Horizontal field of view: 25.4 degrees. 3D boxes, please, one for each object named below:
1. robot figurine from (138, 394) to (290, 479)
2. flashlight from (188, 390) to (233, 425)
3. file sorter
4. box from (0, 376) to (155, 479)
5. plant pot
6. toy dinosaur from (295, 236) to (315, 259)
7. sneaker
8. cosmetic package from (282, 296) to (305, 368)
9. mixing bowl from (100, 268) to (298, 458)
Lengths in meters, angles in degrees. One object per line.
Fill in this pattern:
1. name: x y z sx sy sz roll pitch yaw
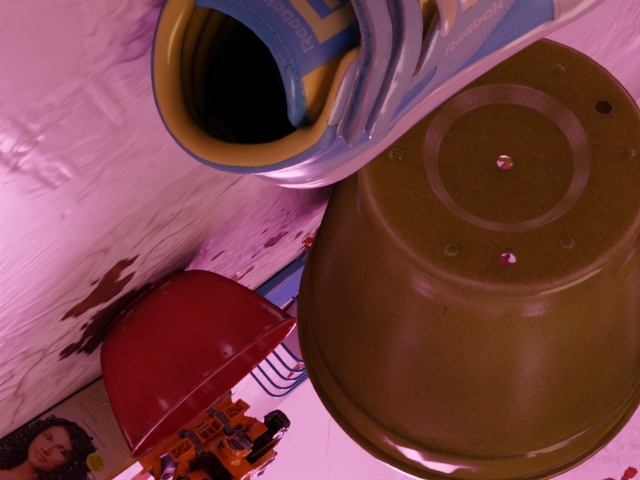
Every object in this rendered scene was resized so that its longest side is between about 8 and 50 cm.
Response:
1. robot figurine: -0.144 0.259 1.405 0.211 0.085 0.291 -33 165 -46
2. flashlight: -0.228 0.239 1.498 0.304 0.103 0.103 -39 173 -15
3. file sorter: -0.031 0.103 1.682 0.118 0.104 0.170 -37 172 -23
4. box: -0.223 0.192 1.331 0.232 0.087 0.058 -34 170 -47
5. plant pot: 0.154 0.004 1.276 0.366 0.366 0.353 -39 161 -14
6. toy dinosaur: 0.000 0.000 1.579 0.082 0.047 0.090 98 8 -66
7. sneaker: 0.052 -0.135 0.680 0.319 0.127 0.208 -44 173 15
8. cosmetic package: 0.057 0.163 1.965 0.127 0.238 0.107 -28 163 -48
9. mixing bowl: -0.119 0.090 1.204 0.181 0.098 0.181 -40 172 -7
